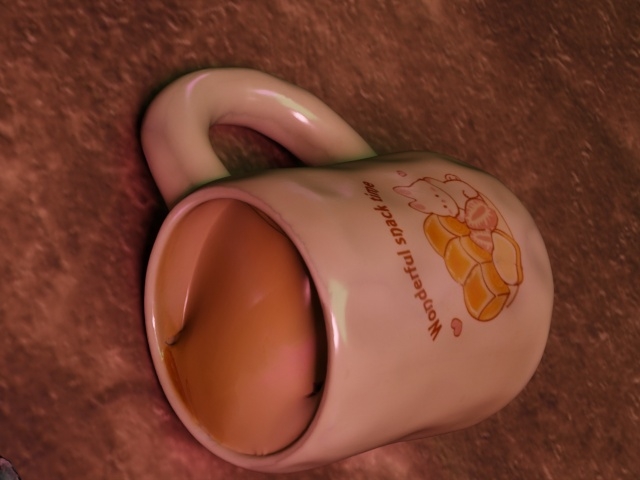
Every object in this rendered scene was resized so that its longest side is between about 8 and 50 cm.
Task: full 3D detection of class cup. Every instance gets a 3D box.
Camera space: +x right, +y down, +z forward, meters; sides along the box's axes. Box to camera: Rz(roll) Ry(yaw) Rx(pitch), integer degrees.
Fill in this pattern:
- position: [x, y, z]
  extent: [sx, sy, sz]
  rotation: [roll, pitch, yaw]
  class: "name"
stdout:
- position: [-0.004, 0.019, 1.013]
  extent: [0.202, 0.255, 0.173]
  rotation: [-9, 124, -44]
  class: "cup"

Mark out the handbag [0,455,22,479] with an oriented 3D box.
- position: [-0.151, 0.230, 0.695]
  extent: [0.100, 0.268, 0.274]
  rotation: [-16, 89, -20]
  class: "handbag"
